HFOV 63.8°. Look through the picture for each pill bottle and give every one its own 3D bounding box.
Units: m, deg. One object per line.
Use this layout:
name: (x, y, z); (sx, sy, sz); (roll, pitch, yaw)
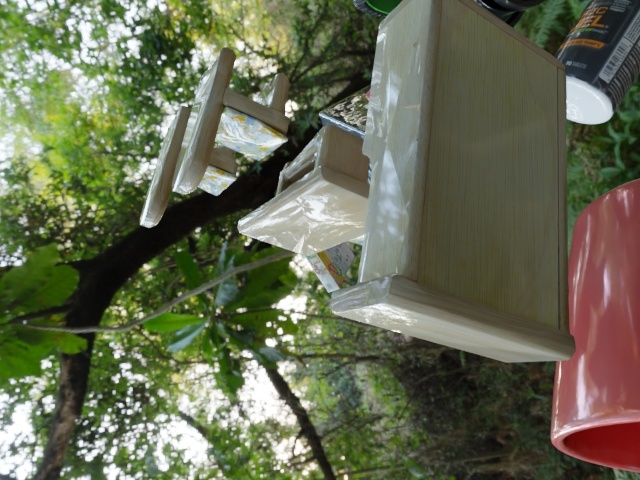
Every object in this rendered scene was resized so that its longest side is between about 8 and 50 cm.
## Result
pill bottle: (0.472, -0.325, 0.835); (0.246, 0.130, 0.130); (-57, -12, -2)

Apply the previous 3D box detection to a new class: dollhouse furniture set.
dollhouse furniture set: (0.032, -0.014, 0.534); (0.394, 0.361, 0.257); (-24, 52, 56)

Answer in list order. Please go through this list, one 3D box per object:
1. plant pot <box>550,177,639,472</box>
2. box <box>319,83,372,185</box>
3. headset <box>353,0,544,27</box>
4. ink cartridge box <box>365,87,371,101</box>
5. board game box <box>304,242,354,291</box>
plant pot: (0.364, 0.082, 0.499); (0.275, 0.274, 0.243); (68, -153, -55)
box: (0.275, -0.148, 1.328); (0.472, 0.297, 0.480); (64, 172, -28)
headset: (0.240, -0.385, 0.698); (0.243, 0.393, 0.186); (-69, -20, -82)
ink cartridge box: (0.210, -0.227, 0.835); (0.218, 0.159, 0.092); (43, -172, 29)
board game box: (0.000, 0.000, 0.913); (0.154, 0.026, 0.103); (57, -147, -20)
